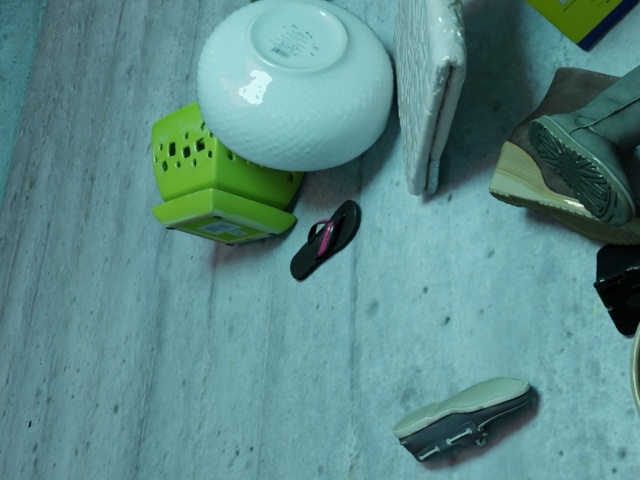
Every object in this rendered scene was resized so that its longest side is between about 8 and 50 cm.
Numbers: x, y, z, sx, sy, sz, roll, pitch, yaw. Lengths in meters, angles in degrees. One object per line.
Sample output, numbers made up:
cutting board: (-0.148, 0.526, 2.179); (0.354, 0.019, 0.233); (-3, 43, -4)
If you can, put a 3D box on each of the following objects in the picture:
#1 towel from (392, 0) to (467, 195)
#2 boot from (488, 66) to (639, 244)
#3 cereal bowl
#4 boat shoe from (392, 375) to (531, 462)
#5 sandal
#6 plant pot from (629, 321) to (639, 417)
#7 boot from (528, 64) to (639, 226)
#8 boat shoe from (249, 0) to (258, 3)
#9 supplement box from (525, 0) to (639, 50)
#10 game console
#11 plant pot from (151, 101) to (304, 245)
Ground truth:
towel: (0.157, -0.282, 1.280); (0.317, 0.053, 0.332); (94, 174, -58)
boot: (0.343, -0.117, 1.083); (0.248, 0.090, 0.207); (28, 83, 47)
cereal bowl: (-0.039, -0.286, 1.423); (0.141, 0.339, 0.339); (98, 168, -56)
boat shoe: (0.192, 0.235, 1.127); (0.206, 0.075, 0.065); (-29, 94, 31)
sandal: (0.000, 0.000, 1.470); (0.179, 0.040, 0.067); (-46, 42, 24)
plant pot: (0.436, 0.130, 0.839); (0.237, 0.109, 0.237); (-25, 54, 41)
boot: (0.375, -0.125, 1.009); (0.208, 0.076, 0.190); (-21, 56, -13)
boat shoe: (-0.009, -0.540, 1.711); (0.355, 0.132, 0.130); (-38, 55, 43)
supplement box: (0.277, -0.443, 1.121); (0.195, 0.356, 0.194); (-45, 42, 24)
game console: (0.392, 0.038, 1.017); (0.122, 0.071, 0.107); (-33, 79, 36)
plant pot: (-0.172, -0.115, 1.592); (0.228, 0.227, 0.207); (-11, 68, 47)
